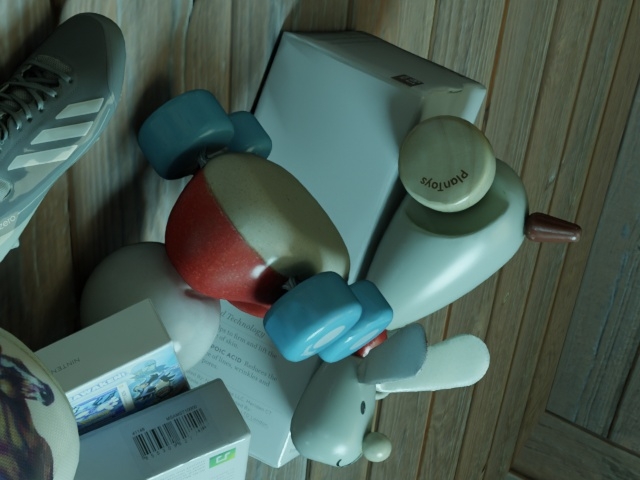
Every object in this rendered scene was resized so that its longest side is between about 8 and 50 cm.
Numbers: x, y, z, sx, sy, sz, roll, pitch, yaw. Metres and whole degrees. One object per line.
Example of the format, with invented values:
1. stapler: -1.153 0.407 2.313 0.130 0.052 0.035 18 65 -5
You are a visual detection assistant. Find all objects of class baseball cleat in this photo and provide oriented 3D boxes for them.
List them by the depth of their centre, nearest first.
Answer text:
1. baseball cleat: -0.193 -0.072 1.091 0.206 0.072 0.109 -64 157 -16

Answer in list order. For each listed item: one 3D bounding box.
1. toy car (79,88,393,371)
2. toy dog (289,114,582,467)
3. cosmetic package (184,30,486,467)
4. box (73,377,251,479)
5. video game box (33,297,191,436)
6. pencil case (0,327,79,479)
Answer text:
1. toy car: -0.107 0.040 1.393 0.238 0.219 0.210 -37 167 10
2. toy dog: 0.113 0.058 1.526 0.220 0.161 0.333 -19 132 -60
3. cosmetic package: 0.000 0.000 1.647 0.217 0.156 0.385 -14 126 -69
4. box: -0.175 0.232 1.346 0.232 0.058 0.322 -22 155 -16
5. video game box: -0.193 0.138 1.262 0.205 0.048 0.187 -26 157 -8
6. pencil case: -0.307 0.200 0.972 0.410 0.160 0.183 -49 145 -43
